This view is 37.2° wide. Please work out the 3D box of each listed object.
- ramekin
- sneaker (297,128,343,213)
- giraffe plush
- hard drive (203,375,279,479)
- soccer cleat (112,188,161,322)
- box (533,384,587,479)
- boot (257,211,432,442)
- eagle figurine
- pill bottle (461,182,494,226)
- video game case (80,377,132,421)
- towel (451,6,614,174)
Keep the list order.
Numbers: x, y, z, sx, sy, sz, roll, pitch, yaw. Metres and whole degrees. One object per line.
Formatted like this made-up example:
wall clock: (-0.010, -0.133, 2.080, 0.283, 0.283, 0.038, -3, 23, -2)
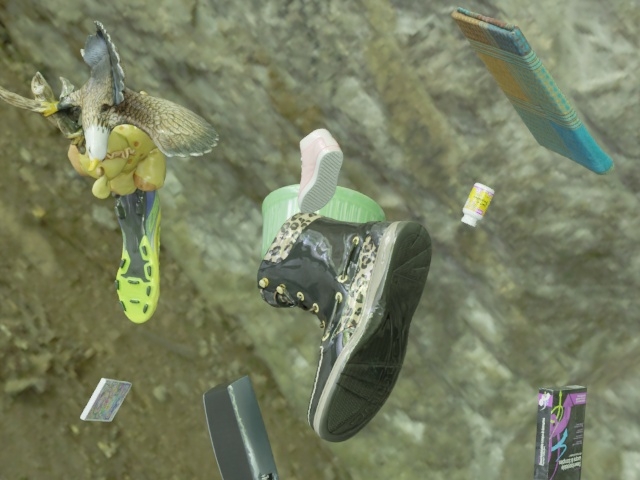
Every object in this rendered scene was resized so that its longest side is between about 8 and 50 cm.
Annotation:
ramekin: (0.000, 0.000, 2.281, 0.303, 0.303, 0.148, 49, 42, -54)
sneaker: (-0.007, -0.105, 1.394, 0.134, 0.051, 0.070, 112, -36, -43)
giraffe plush: (-0.366, -0.154, 1.682, 0.181, 0.210, 0.170, 61, 36, -4)
hard drive: (-0.157, 0.403, 1.868, 0.172, 0.054, 0.254, -27, -103, 57)
soccer cleat: (-0.343, 0.016, 1.864, 0.121, 0.093, 0.289, 0, 86, -70)
box: (0.388, 0.318, 1.534, 0.029, 0.162, 0.116, 5, 0, 43)
boot: (0.010, 0.125, 1.610, 0.284, 0.377, 0.138, 15, -5, 46)
eagle figurine: (-0.316, -0.211, 1.469, 0.226, 0.298, 0.225, -20, 97, -52)
pill bottle: (0.316, -0.071, 1.918, 0.043, 0.083, 0.043, 24, 2, -1)
video game case: (-0.420, 0.314, 1.866, 0.011, 0.087, 0.122, 27, -5, 17)
towel: (0.415, -0.295, 1.860, 0.370, 0.040, 0.271, 48, 1, -27)
